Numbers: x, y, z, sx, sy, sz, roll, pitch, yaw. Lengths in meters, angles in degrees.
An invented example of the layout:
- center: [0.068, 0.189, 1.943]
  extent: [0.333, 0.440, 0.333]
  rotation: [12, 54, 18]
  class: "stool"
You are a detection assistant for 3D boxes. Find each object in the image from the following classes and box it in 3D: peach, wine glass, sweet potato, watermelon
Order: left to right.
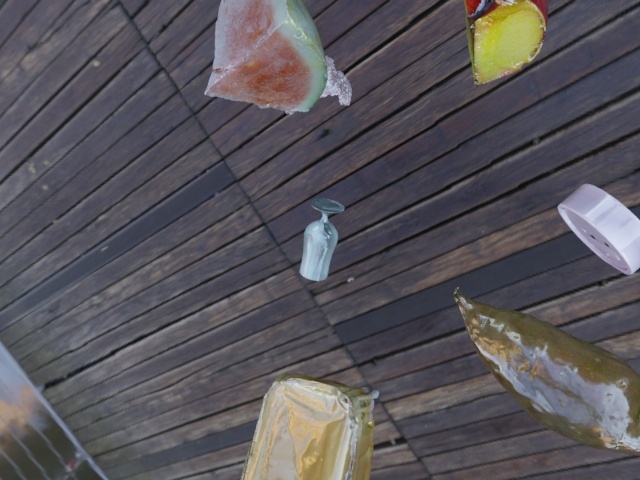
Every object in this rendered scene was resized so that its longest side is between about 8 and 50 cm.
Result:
- center: [-0.095, -0.356, 1.065]
  extent: [0.232, 0.310, 0.193]
  rotation: [11, 93, 9]
  class: "watermelon"
- center: [0.000, 0.000, 1.633]
  extent: [0.103, 0.103, 0.231]
  rotation: [17, 115, 16]
  class: "wine glass"
- center: [0.349, -0.443, 1.061]
  extent: [0.159, 0.267, 0.154]
  rotation: [-14, 66, 16]
  class: "peach"
- center: [0.210, 0.120, 0.406]
  extent: [0.269, 0.075, 0.074]
  rotation: [26, 122, 23]
  class: "sweet potato"

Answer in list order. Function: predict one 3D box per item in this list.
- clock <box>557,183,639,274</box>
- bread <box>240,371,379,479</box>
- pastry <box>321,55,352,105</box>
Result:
- center: [0.585, -0.024, 1.133]
  extent: [0.068, 0.197, 0.197]
  rotation: [-43, 92, 9]
  class: "clock"
- center: [-0.015, 0.283, 0.647]
  extent: [0.136, 0.107, 0.241]
  rotation: [6, 76, 24]
  class: "bread"
- center: [-0.044, -0.435, 1.474]
  extent: [0.265, 0.103, 0.112]
  rotation: [7, 144, 0]
  class: "pastry"
